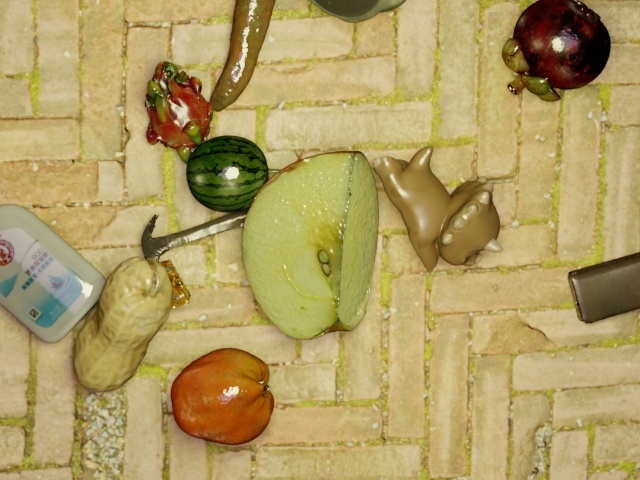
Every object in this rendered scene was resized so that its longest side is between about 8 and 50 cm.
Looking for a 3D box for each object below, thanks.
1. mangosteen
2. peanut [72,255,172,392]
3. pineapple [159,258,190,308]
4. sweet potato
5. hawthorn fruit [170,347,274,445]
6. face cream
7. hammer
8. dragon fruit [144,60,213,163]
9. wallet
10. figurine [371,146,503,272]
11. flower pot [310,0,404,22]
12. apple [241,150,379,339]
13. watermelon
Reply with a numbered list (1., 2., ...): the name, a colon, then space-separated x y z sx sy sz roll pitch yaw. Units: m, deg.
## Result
1. mangosteen: 0.424 -0.343 1.415 0.200 0.200 0.199 0 93 -5
2. peanut: -0.348 0.149 1.363 0.130 0.130 0.290 32 118 -5
3. pineapple: -0.290 0.101 1.430 0.114 0.077 0.114 -35 60 8
4. sweet potato: -0.137 -0.363 1.411 0.075 0.075 0.273 16 96 -5
5. hawthorn fruit: -0.175 0.280 1.388 0.189 0.189 0.189 0 93 -5
6. face cream: -0.552 0.024 1.388 0.337 0.080 0.163 44 90 -6
7. hammer: -0.184 -0.028 1.427 0.298 0.027 0.125 -18 68 -8
8. dragon fruit: -0.268 -0.241 1.391 0.138 0.175 0.142 -36 60 -10
9. wallet: 0.589 0.087 1.508 0.198 0.031 0.110 -16 95 -4
10. figurine: 0.230 -0.068 1.398 0.173 0.177 0.247 -26 87 16
11. flower pot: 0.073 -0.508 1.335 0.246 0.246 0.195 34 58 -5
12. apple: 0.000 0.000 1.376 0.254 0.179 0.345 -4 108 -26
13. watermelon: -0.145 -0.122 1.385 0.188 0.141 0.140 -6 93 -2
